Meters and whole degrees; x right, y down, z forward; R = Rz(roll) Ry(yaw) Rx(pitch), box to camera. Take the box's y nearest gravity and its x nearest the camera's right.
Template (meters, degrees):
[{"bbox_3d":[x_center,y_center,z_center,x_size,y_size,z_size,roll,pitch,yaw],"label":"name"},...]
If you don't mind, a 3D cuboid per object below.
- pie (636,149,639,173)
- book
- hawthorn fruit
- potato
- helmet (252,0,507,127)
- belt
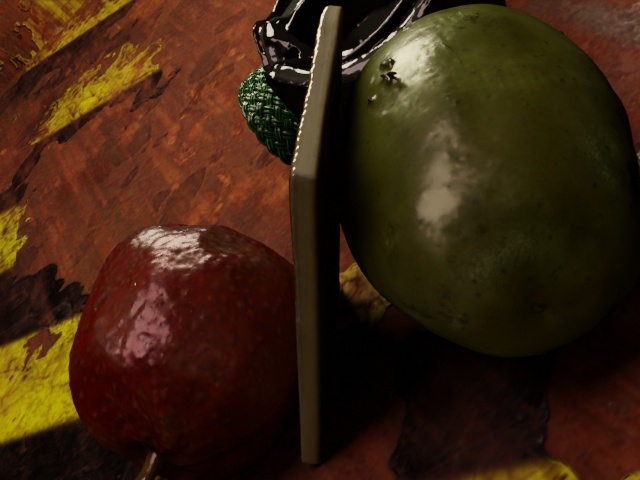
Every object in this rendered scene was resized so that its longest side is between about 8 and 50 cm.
[{"bbox_3d":[0.249,-0.053,0.866,0.085,0.017,0.085,-37,27,22],"label":"pie"},{"bbox_3d":[0.000,0.000,0.917,0.020,0.295,0.208,3,43,4],"label":"book"},{"bbox_3d":[-0.112,0.110,0.989,0.205,0.205,0.253,-18,46,43],"label":"hawthorn fruit"},{"bbox_3d":[0.118,-0.046,0.848,0.216,0.216,0.304,-37,39,19],"label":"potato"},{"bbox_3d":[0.075,-0.181,1.110,0.225,0.177,0.305,-30,28,21],"label":"helmet"},{"bbox_3d":[-0.020,-0.143,1.254,0.079,0.121,0.151,-40,24,19],"label":"belt"}]
